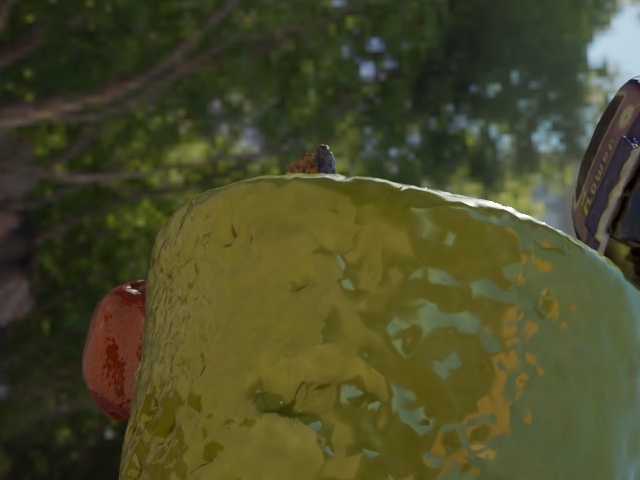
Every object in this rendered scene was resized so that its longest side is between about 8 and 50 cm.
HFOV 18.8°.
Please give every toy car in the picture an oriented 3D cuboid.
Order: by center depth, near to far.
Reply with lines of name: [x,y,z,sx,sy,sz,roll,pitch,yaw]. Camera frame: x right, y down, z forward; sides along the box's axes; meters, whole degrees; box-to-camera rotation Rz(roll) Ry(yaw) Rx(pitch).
toy car: [0.306,-0.030,1.448,0.158,0.235,0.172,-111,-141,-62]

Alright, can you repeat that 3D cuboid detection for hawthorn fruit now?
hawthorn fruit: [-0.154,0.098,1.768,0.133,0.133,0.138,-148,-126,-78]

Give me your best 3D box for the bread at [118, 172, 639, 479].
bread: [0.030,0.142,1.191,0.348,0.348,0.308,105,4,-62]

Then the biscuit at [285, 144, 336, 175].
biscuit: [0.000,0.000,2.026,0.064,0.034,0.199,-28,-118,48]
